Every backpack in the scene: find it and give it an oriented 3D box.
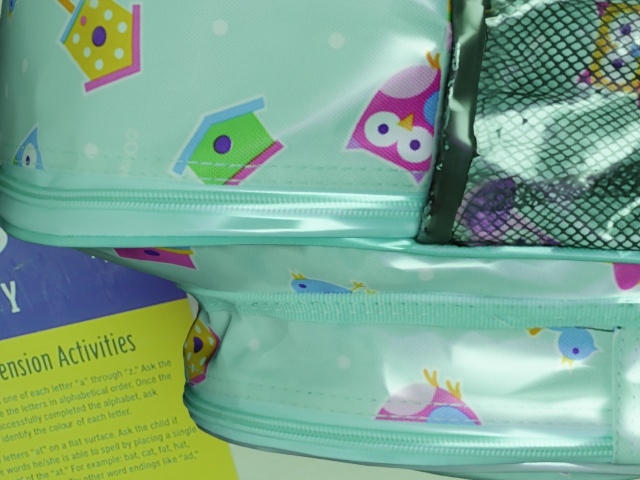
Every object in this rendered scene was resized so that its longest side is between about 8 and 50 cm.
[{"bbox_3d":[0.022,-0.026,0.410,0.188,0.166,0.144,10,97,0],"label":"backpack"}]

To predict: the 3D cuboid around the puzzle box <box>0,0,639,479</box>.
[{"bbox_3d":[0.000,0.000,0.532,0.409,0.052,0.272,-13,107,5],"label":"puzzle box"}]
